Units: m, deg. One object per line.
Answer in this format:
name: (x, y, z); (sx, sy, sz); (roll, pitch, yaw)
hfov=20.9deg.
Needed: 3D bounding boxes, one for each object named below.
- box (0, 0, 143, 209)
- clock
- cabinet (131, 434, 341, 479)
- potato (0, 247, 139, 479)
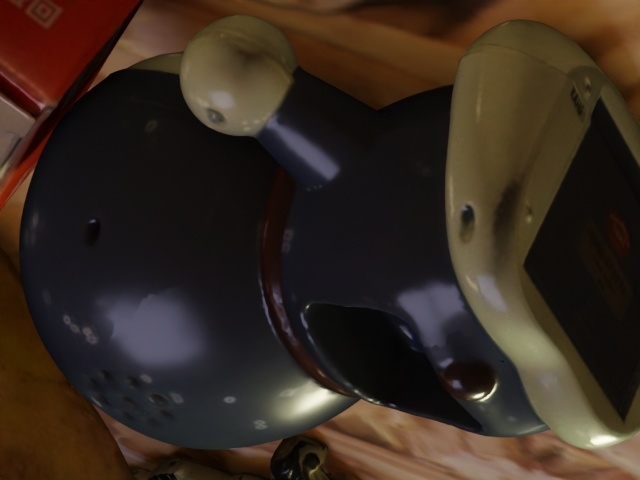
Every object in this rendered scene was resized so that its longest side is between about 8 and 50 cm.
box: (-0.158, -0.083, 0.696); (0.133, 0.099, 0.182); (39, 151, -8)
clock: (0.000, 0.000, 0.625); (0.243, 0.146, 0.199); (-2, 141, 37)
cabinet: (-0.050, 0.292, 1.054); (0.290, 0.227, 0.318); (-7, 130, 52)
potato: (-0.254, 0.064, 0.935); (0.266, 0.229, 0.229); (66, 152, 8)
